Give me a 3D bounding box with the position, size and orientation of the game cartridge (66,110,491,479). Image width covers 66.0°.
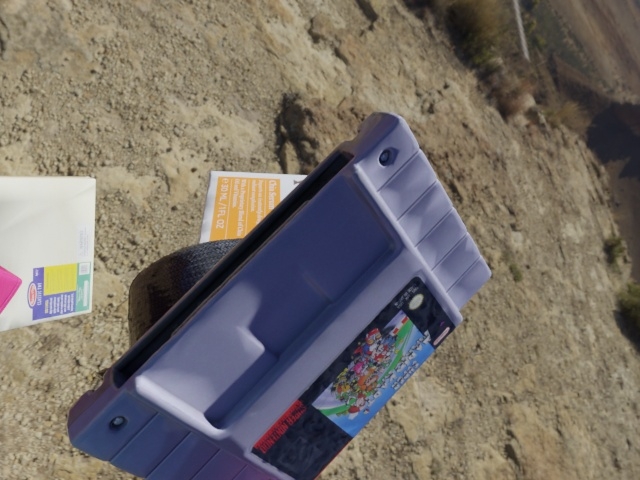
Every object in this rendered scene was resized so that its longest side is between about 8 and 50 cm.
[{"bbox_3d":[-0.006,0.088,0.450,0.355,0.068,0.230,-45,121,-6],"label":"game cartridge"}]

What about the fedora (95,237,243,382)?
[{"bbox_3d":[-0.140,0.087,0.677,0.333,0.334,0.153,-5,73,-44],"label":"fedora"}]

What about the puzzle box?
[{"bbox_3d":[-0.760,0.029,1.340,0.272,0.052,0.410,-8,110,-51],"label":"puzzle box"}]

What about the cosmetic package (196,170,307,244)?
[{"bbox_3d":[0.000,0.000,0.974,0.452,0.162,0.230,1,44,-7],"label":"cosmetic package"}]

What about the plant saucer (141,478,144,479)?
[{"bbox_3d":[-0.165,0.381,0.794,0.278,0.277,0.041,48,22,-18],"label":"plant saucer"}]

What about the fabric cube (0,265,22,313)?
[{"bbox_3d":[-0.520,0.050,0.450,0.258,0.258,0.254,26,72,13],"label":"fabric cube"}]
